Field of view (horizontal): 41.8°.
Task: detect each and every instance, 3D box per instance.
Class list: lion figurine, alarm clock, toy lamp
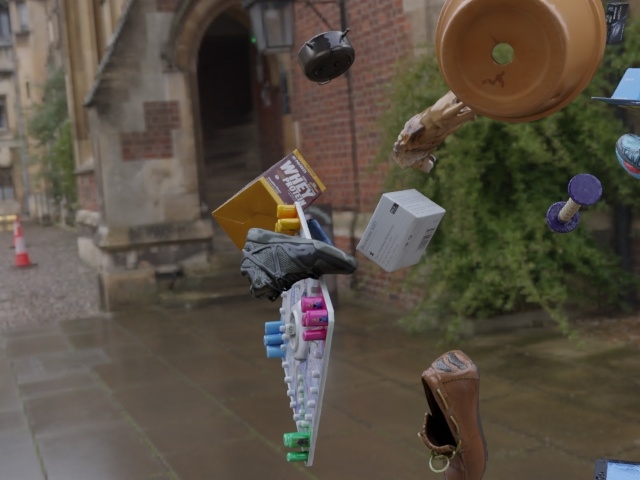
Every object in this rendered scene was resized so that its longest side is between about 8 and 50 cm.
[{"bbox_3d":[0.323,-0.322,2.209,0.240,0.142,0.392,-34,-10,-16],"label":"lion figurine"},{"bbox_3d":[0.015,-0.411,1.947,0.129,0.064,0.192,-21,-17,-9],"label":"alarm clock"},{"bbox_3d":[0.562,-0.075,1.887,0.080,0.080,0.274,-4,-16,2],"label":"toy lamp"}]

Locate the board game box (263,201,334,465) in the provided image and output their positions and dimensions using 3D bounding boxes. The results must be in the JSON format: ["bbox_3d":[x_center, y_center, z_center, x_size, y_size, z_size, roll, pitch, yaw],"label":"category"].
[{"bbox_3d":[-0.054,0.182,1.691,0.050,0.389,0.390,0,34,-12],"label":"board game box"}]

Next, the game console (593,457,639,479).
[{"bbox_3d":[0.632,0.495,1.754,0.122,0.071,0.107,0,47,25],"label":"game console"}]

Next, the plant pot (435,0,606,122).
[{"bbox_3d":[0.321,-0.327,1.401,0.291,0.290,0.203,-2,19,22],"label":"plant pot"}]

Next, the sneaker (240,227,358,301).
[{"bbox_3d":[-0.046,0.059,1.513,0.228,0.130,0.087,10,-19,21],"label":"sneaker"}]

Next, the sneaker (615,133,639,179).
[{"bbox_3d":[0.736,-0.176,1.751,0.104,0.125,0.262,-32,47,-20],"label":"sneaker"}]

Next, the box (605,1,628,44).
[{"bbox_3d":[0.617,-0.456,1.761,0.018,0.083,0.067,22,28,38],"label":"box"}]

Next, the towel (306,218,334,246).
[{"bbox_3d":[0.000,0.000,2.115,0.029,0.119,0.067,-37,11,-19],"label":"towel"}]

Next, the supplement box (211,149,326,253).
[{"bbox_3d":[-0.126,-0.098,2.090,0.191,0.129,0.194,-31,9,38],"label":"supplement box"}]

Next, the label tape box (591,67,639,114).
[{"bbox_3d":[0.838,-0.338,1.948,0.334,0.105,0.241,9,4,-36],"label":"label tape box"}]

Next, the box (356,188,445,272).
[{"bbox_3d":[0.218,-0.029,2.266,0.119,0.181,0.182,36,26,24],"label":"box"}]

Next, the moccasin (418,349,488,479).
[{"bbox_3d":[0.276,0.413,1.810,0.147,0.380,0.139,-23,41,-16],"label":"moccasin"}]
